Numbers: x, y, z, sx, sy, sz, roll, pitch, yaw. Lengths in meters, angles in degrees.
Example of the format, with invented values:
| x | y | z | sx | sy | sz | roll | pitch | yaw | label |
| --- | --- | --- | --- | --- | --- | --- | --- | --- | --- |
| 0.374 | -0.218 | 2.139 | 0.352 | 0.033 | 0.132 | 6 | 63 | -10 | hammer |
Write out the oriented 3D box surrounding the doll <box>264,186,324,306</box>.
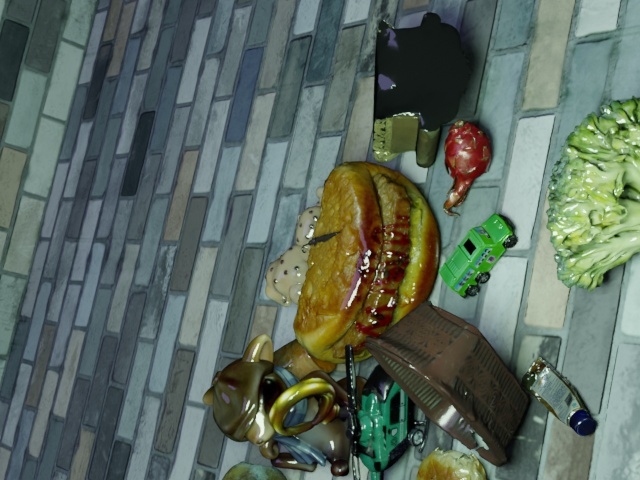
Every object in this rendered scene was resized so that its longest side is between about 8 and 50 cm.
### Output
| x | y | z | sx | sy | sz | roll | pitch | yaw | label |
| --- | --- | --- | --- | --- | --- | --- | --- | --- | --- |
| -0.019 | 0.018 | 2.284 | 0.154 | 0.119 | 0.278 | 26 | 86 | 52 | doll |

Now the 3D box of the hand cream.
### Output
| x | y | z | sx | sy | sz | roll | pitch | yaw | label |
| --- | --- | --- | --- | --- | --- | --- | --- | --- | --- |
| 0.388 | 0.257 | 1.730 | 0.062 | 0.039 | 0.163 | -62 | 32 | 16 | hand cream |

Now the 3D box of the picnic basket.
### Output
| x | y | z | sx | sy | sz | roll | pitch | yaw | label |
| --- | --- | --- | --- | --- | --- | --- | --- | --- | --- |
| 0.224 | 0.225 | 1.750 | 0.129 | 0.297 | 0.222 | -48 | 37 | -10 | picnic basket |

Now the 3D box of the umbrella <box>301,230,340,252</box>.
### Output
| x | y | z | sx | sy | sz | roll | pitch | yaw | label |
| --- | --- | --- | --- | --- | --- | --- | --- | --- | --- |
| -0.001 | -0.003 | 2.036 | 0.122 | 0.013 | 0.022 | -28 | 65 | 47 | umbrella |

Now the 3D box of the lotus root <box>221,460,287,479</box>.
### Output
| x | y | z | sx | sy | sz | roll | pitch | yaw | label |
| --- | --- | --- | --- | --- | --- | --- | --- | --- | --- |
| -0.141 | 0.610 | 2.142 | 0.140 | 0.158 | 0.322 | 154 | 122 | -75 | lotus root |

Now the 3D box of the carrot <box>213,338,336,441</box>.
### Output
| x | y | z | sx | sy | sz | roll | pitch | yaw | label |
| --- | --- | --- | --- | --- | --- | --- | --- | --- | --- |
| -0.097 | 0.311 | 2.238 | 0.302 | 0.139 | 0.138 | -36 | 49 | 25 | carrot |

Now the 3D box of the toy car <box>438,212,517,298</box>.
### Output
| x | y | z | sx | sy | sz | roll | pitch | yaw | label |
| --- | --- | --- | --- | --- | --- | --- | --- | --- | --- |
| 0.284 | 0.025 | 1.929 | 0.165 | 0.062 | 0.071 | -54 | 40 | 21 | toy car |

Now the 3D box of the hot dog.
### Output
| x | y | z | sx | sy | sz | roll | pitch | yaw | label |
| --- | --- | --- | --- | --- | --- | --- | --- | --- | --- |
| 0.099 | 0.045 | 2.053 | 0.223 | 0.185 | 0.405 | 3 | 79 | 53 | hot dog |

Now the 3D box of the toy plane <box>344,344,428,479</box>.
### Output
| x | y | z | sx | sy | sz | roll | pitch | yaw | label |
| --- | --- | --- | --- | --- | --- | --- | --- | --- | --- |
| 0.105 | 0.375 | 1.943 | 0.106 | 0.155 | 0.381 | 14 | 104 | 52 | toy plane |

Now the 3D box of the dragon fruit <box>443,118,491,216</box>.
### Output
| x | y | z | sx | sy | sz | roll | pitch | yaw | label |
| --- | --- | --- | --- | --- | --- | --- | --- | --- | --- |
| 0.274 | -0.135 | 2.008 | 0.094 | 0.094 | 0.190 | 36 | 129 | 51 | dragon fruit |

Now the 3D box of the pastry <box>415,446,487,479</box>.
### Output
| x | y | z | sx | sy | sz | roll | pitch | yaw | label |
| --- | --- | --- | --- | --- | --- | --- | --- | --- | --- |
| 0.224 | 0.431 | 1.819 | 0.153 | 0.081 | 0.153 | -24 | 58 | 46 | pastry |

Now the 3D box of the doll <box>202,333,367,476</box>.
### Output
| x | y | z | sx | sy | sz | roll | pitch | yaw | label |
| --- | --- | --- | --- | --- | --- | --- | --- | --- | --- |
| -0.055 | 0.338 | 2.023 | 0.318 | 0.340 | 0.209 | -35 | 43 | 26 | doll |

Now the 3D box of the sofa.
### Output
| x | y | z | sx | sy | sz | roll | pitch | yaw | label |
| --- | --- | --- | --- | --- | --- | --- | --- | --- | --- |
| 0.196 | -0.288 | 2.091 | 0.200 | 0.182 | 0.258 | 90 | -178 | -69 | sofa |

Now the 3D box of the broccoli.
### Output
| x | y | z | sx | sy | sz | roll | pitch | yaw | label |
| --- | --- | --- | --- | --- | --- | --- | --- | --- | --- |
| 0.468 | -0.057 | 1.632 | 0.246 | 0.288 | 0.248 | 20 | 53 | 38 | broccoli |
